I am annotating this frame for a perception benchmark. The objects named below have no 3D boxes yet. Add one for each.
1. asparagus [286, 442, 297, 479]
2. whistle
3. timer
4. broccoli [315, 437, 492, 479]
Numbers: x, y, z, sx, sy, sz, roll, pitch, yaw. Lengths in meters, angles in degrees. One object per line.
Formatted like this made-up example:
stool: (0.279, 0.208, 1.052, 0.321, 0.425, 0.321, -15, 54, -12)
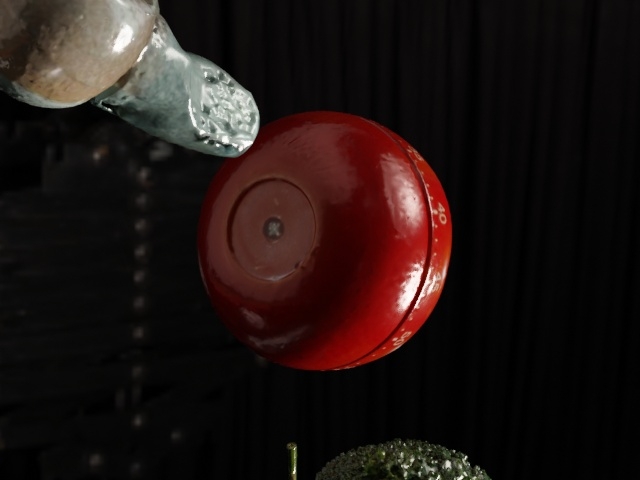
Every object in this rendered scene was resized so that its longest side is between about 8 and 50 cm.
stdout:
asparagus: (-0.032, 0.279, 1.517, 0.016, 0.162, 0.016, 32, -133, 32)
whistle: (-0.199, -0.174, 1.304, 0.348, 0.189, 0.189, 36, 172, -38)
timer: (0.000, 0.000, 2.030, 0.378, 0.377, 0.279, 14, -179, 34)
broccoli: (0.121, 0.445, 2.156, 0.249, 0.301, 0.375, 26, -179, 42)
